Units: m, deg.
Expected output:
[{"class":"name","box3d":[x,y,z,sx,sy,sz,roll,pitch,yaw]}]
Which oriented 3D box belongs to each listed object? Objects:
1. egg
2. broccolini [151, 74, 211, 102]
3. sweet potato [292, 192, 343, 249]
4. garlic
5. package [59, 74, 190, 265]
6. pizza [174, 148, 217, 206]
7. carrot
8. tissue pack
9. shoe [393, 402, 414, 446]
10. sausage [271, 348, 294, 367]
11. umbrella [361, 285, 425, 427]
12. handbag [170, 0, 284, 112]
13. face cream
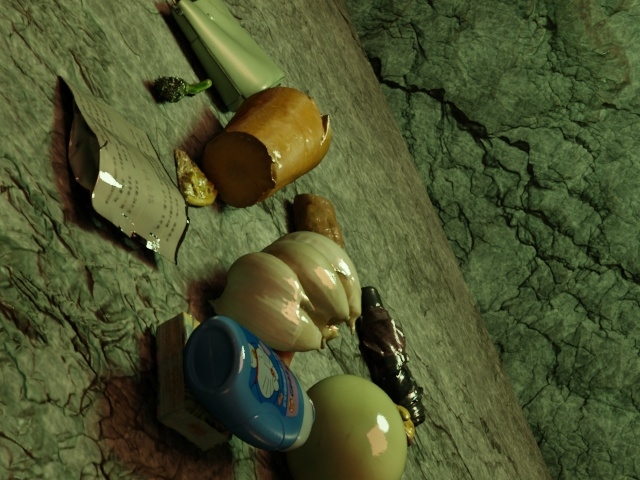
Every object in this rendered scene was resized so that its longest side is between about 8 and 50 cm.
[{"class":"egg","box3d":[0.038,0.305,1.476,0.186,0.186,0.242,55,18,-28]},{"class":"broccolini","box3d":[-0.235,-0.271,1.721,0.051,0.054,0.239,50,15,1]},{"class":"sweet potato","box3d":[0.000,0.000,1.948,0.097,0.097,0.252,45,24,-48]},{"class":"garlic","box3d":[-0.028,0.080,1.527,0.203,0.185,0.281,31,3,13]},{"class":"package","box3d":[-0.270,-0.104,1.360,0.204,0.062,0.251,41,25,-55]},{"class":"pizza","box3d":[-0.211,-0.106,1.591,0.109,0.026,0.123,63,18,1]},{"class":"carrot","box3d":[-0.098,-0.153,1.743,0.196,0.196,0.254,59,25,-17]},{"class":"tissue pack","box3d":[-0.166,0.184,1.261,0.108,0.060,0.148,46,26,-45]},{"class":"shoe","box3d":[0.145,0.357,1.909,0.109,0.072,0.069,57,14,-24]},{"class":"sausage","box3d":[-0.063,0.210,1.547,0.177,0.047,0.040,-84,-178,-63]},{"class":"umbrella","box3d":[0.145,0.241,2.043,0.090,0.094,0.326,62,11,-64]},{"class":"handbag","box3d":[-0.202,-0.415,1.923,0.315,0.109,0.241,58,17,-9]},{"class":"face cream","box3d":[-0.081,0.198,1.252,0.264,0.083,0.149,49,27,-55]}]
